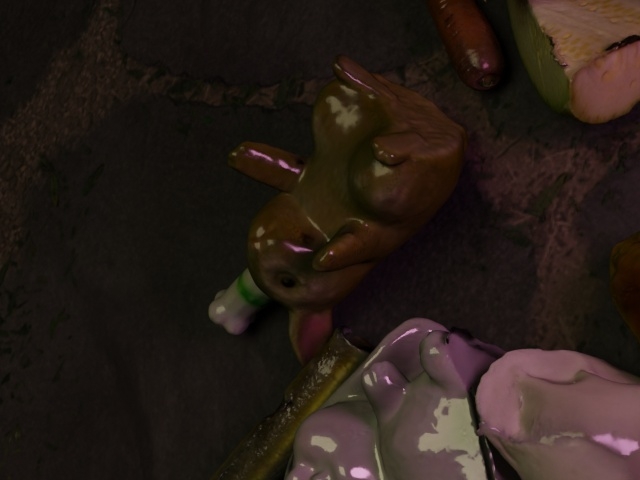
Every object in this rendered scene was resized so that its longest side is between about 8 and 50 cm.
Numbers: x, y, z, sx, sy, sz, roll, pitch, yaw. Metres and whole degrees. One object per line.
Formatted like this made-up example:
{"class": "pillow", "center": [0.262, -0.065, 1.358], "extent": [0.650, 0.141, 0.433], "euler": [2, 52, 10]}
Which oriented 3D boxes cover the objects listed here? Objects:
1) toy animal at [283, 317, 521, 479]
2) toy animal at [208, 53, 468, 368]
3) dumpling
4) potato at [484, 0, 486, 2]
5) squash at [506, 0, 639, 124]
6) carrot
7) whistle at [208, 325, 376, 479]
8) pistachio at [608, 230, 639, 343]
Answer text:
{"class": "toy animal", "center": [0.091, 0.199, 1.488], "extent": [0.289, 0.174, 0.249], "euler": [4, 89, 38]}
{"class": "toy animal", "center": [-0.007, -0.010, 1.629], "extent": [0.363, 0.180, 0.181], "euler": [-48, 52, 16]}
{"class": "dumpling", "center": [0.257, 0.174, 1.383], "extent": [0.216, 0.126, 0.166], "euler": [11, 48, 25]}
{"class": "potato", "center": [0.220, -0.370, 1.568], "extent": [0.192, 0.141, 0.296], "euler": [2, 58, 40]}
{"class": "squash", "center": [0.216, -0.206, 1.569], "extent": [0.252, 0.169, 0.093], "euler": [32, 140, 40]}
{"class": "carrot", "center": [0.140, -0.257, 1.686], "extent": [0.059, 0.059, 0.247], "euler": [-39, 51, 21]}
{"class": "whistle", "center": [-0.053, 0.227, 1.661], "extent": [0.068, 0.057, 0.326], "euler": [43, 106, 14]}
{"class": "pistachio", "center": [0.329, 0.055, 1.390], "extent": [0.110, 0.100, 0.189], "euler": [-41, 52, 25]}
